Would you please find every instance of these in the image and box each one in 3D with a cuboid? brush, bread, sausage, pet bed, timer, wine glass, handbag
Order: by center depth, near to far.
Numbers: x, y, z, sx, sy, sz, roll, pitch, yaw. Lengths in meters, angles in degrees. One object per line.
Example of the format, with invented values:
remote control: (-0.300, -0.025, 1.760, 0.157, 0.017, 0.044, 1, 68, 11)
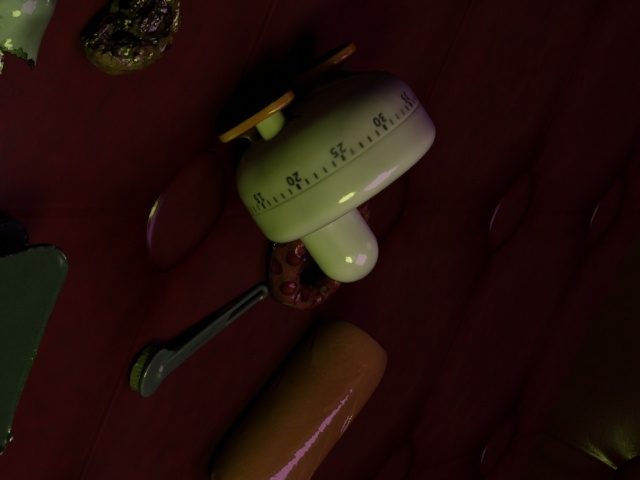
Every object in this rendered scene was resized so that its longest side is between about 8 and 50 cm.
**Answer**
wine glass: (-0.248, -0.234, 1.420, 0.079, 0.079, 0.195, -22, 134, -55)
handbag: (-0.359, 0.114, 1.578, 0.247, 0.079, 0.260, -16, 133, -56)
bread: (-0.169, -0.203, 1.631, 0.113, 0.060, 0.082, -62, 154, -3)
timer: (0.026, -0.074, 1.938, 0.233, 0.240, 0.233, -33, -171, 6)
brush: (-0.143, 0.111, 2.074, 0.266, 0.027, 0.062, -36, 146, -50)
pet bed: (0.000, 0.000, 2.192, 0.201, 0.053, 0.201, -43, 147, -37)
sausage: (-0.032, 0.243, 2.309, 0.304, 0.121, 0.121, -51, 154, -23)
